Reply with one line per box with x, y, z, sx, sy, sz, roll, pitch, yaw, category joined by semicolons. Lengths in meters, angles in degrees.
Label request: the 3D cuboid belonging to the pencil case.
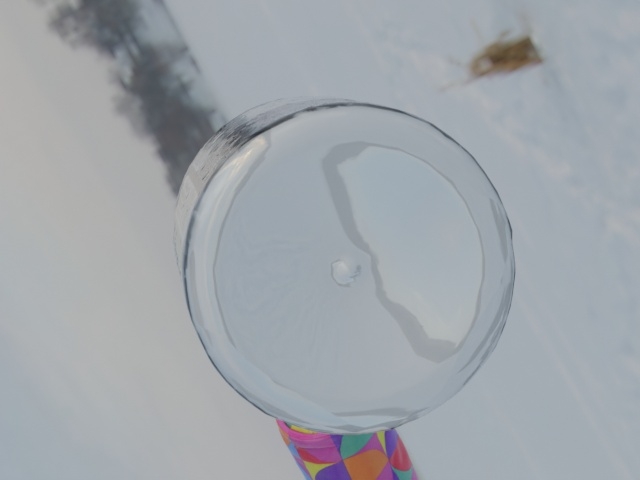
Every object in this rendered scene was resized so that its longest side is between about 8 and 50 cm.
0.041;0.220;1.557;0.236;0.104;0.104;64;178;-37;pencil case

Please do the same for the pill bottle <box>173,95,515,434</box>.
0.000;0.000;0.753;0.130;0.130;0.246;62;178;-8;pill bottle
